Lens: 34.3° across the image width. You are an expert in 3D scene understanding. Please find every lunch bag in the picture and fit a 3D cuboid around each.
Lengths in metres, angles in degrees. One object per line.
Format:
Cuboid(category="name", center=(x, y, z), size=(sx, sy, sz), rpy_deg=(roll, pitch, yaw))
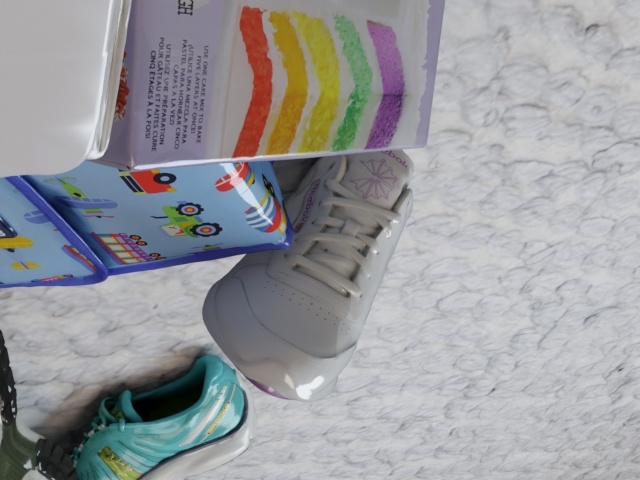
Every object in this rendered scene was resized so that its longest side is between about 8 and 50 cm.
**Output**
Cuboid(category="lunch bag", center=(-0.195, -0.061, 0.692), size=(0.293, 0.138, 0.221), rpy_deg=(-16, 151, 11))

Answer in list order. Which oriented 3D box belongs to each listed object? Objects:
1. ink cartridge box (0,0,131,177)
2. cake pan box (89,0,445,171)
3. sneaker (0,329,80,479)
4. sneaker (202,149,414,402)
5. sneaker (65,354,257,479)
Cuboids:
Cuboid(category="ink cartridge box", center=(-0.208, -0.156, 0.403), size=(0.201, 0.278, 0.117), rpy_deg=(-7, 141, -27))
Cuboid(category="cake pan box", center=(-0.019, -0.175, 0.537), size=(0.245, 0.070, 0.267), rpy_deg=(-9, 110, -53))
Cuboid(category="sneaker", center=(-0.347, 0.167, 0.858), size=(0.182, 0.158, 0.410), rpy_deg=(0, 133, 12))
Cuboid(category="sneaker", center=(0.000, 0.000, 0.791), size=(0.114, 0.305, 0.152), rpy_deg=(28, 119, -4))
Cuboid(category="sneaker", center=(-0.201, 0.202, 1.055), size=(0.275, 0.107, 0.110), rpy_deg=(-28, 126, -6))
